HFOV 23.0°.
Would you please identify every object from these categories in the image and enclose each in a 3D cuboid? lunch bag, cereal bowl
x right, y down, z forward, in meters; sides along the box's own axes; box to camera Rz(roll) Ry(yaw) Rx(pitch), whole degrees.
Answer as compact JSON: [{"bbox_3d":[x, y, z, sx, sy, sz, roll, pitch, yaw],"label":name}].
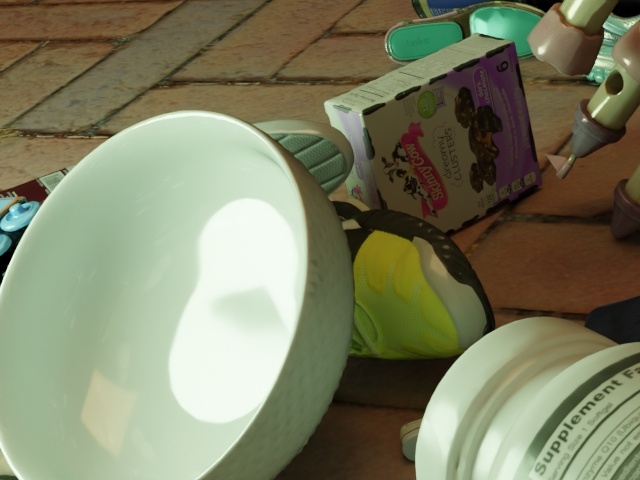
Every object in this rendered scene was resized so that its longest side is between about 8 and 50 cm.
[{"bbox_3d":[0.251,0.093,1.267,0.067,0.065,0.098,-18,23,29],"label":"lunch bag"},{"bbox_3d":[-0.105,0.074,1.283,0.339,0.141,0.339,-16,61,32],"label":"cereal bowl"}]

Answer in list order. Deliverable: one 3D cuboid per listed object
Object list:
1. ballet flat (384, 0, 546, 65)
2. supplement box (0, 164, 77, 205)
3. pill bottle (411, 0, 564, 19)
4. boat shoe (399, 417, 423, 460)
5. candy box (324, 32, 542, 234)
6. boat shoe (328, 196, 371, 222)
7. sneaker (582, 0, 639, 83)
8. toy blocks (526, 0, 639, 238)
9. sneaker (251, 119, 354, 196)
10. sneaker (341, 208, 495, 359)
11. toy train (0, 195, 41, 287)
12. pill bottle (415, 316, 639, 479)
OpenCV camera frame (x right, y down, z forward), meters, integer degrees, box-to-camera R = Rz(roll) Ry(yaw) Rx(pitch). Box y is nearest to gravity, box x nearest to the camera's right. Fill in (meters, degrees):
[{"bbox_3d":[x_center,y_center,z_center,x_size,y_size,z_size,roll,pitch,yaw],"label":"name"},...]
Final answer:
[{"bbox_3d":[0.192,-0.262,2.010,0.221,0.077,0.079,-6,7,16],"label":"ballet flat"},{"bbox_3d":[-0.332,0.028,1.602,0.239,0.130,0.073,-22,28,-16],"label":"supplement box"},{"bbox_3d":[0.237,-0.346,2.085,0.219,0.123,0.123,5,31,34],"label":"pill bottle"},{"bbox_3d":[0.111,0.147,1.262,0.100,0.035,0.035,-19,28,4],"label":"boat shoe"},{"bbox_3d":[0.117,-0.096,1.593,0.196,0.165,0.070,-27,27,-24],"label":"candy box"},{"bbox_3d":[0.000,0.000,1.555,0.079,0.084,0.233,-24,21,-21],"label":"boat shoe"},{"bbox_3d":[0.429,-0.250,1.800,0.283,0.122,0.110,-4,28,20],"label":"sneaker"},{"bbox_3d":[0.357,-0.083,1.443,0.309,0.260,0.288,0,42,-37],"label":"toy blocks"},{"bbox_3d":[-0.080,-0.068,1.452,0.258,0.094,0.091,-13,28,28],"label":"sneaker"},{"bbox_3d":[-0.001,0.059,1.400,0.147,0.145,0.385,-39,24,-28],"label":"sneaker"},{"bbox_3d":[-0.310,0.030,1.440,0.105,0.080,0.184,-3,34,40],"label":"toy train"},{"bbox_3d":[0.227,0.183,0.934,0.210,0.210,0.363,-25,28,-22],"label":"pill bottle"}]
